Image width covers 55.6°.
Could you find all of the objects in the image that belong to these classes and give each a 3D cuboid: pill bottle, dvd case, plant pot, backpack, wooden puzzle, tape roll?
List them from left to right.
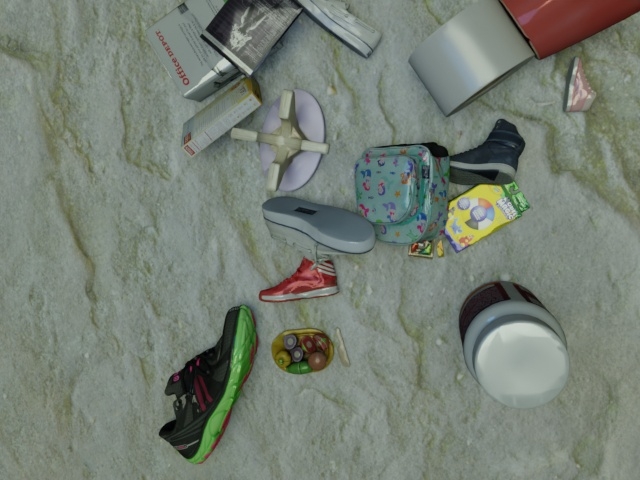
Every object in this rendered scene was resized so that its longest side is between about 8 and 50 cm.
[{"bbox_3d":[-0.172,-0.543,1.516,0.164,0.018,0.221,41,99,2],"label":"dvd case"},{"bbox_3d":[0.204,-0.112,1.522,0.225,0.191,0.253,5,105,43],"label":"backpack"},{"bbox_3d":[0.271,0.012,1.620,0.117,0.014,0.078,0,96,11],"label":"wooden puzzle"},{"bbox_3d":[0.354,-0.432,1.441,0.246,0.246,0.169,-35,90,12],"label":"tape roll"},{"bbox_3d":[0.443,0.234,1.420,0.224,0.392,0.223,1,96,11],"label":"pill bottle"},{"bbox_3d":[0.555,-0.567,1.393,0.243,0.275,0.274,-33,89,22],"label":"plant pot"}]

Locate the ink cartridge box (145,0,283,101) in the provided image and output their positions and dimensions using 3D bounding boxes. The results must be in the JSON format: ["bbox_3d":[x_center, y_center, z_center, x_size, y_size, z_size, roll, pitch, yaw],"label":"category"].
[{"bbox_3d":[-0.280,-0.534,1.606,0.289,0.121,0.211,-30,91,11],"label":"ink cartridge box"}]

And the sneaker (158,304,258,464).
[{"bbox_3d":[-0.319,0.393,1.683,0.202,0.185,0.482,24,99,3],"label":"sneaker"}]

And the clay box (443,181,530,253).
[{"bbox_3d":[0.414,-0.077,1.565,0.222,0.053,0.127,-32,90,13],"label":"clay box"}]

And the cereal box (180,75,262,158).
[{"bbox_3d":[-0.263,-0.332,1.604,0.240,0.173,0.047,-34,121,13],"label":"cereal box"}]

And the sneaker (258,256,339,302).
[{"bbox_3d":[-0.065,0.100,1.667,0.222,0.087,0.127,-7,86,-1],"label":"sneaker"}]

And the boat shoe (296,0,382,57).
[{"bbox_3d":[0.043,-0.579,1.567,0.258,0.095,0.084,37,97,-6],"label":"boat shoe"}]

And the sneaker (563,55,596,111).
[{"bbox_3d":[0.644,-0.382,1.493,0.070,0.051,0.134,5,100,8],"label":"sneaker"}]

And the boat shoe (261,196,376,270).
[{"bbox_3d":[-0.007,0.003,1.560,0.367,0.136,0.156,17,128,38],"label":"boat shoe"}]

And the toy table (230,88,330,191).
[{"bbox_3d":[-0.090,-0.262,1.583,0.253,0.161,0.274,0,97,10],"label":"toy table"}]

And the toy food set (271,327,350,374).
[{"bbox_3d":[-0.037,0.312,1.679,0.218,0.071,0.128,-8,95,11],"label":"toy food set"}]

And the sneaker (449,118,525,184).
[{"bbox_3d":[0.404,-0.226,1.539,0.226,0.086,0.163,9,67,38],"label":"sneaker"}]
